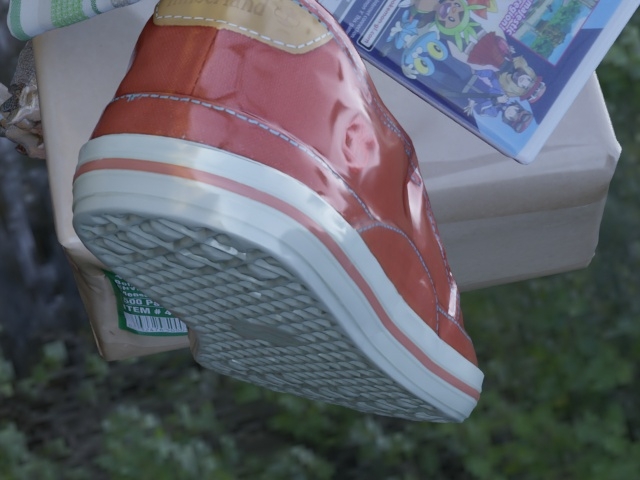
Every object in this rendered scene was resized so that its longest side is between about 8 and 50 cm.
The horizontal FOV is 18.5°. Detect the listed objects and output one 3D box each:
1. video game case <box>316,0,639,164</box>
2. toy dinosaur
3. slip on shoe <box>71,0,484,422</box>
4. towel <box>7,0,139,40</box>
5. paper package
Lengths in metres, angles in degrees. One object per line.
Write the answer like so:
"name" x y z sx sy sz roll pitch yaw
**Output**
"video game case" 0.069 -0.164 0.834 0.183 0.201 0.023 34 3 -10
"toy dinosaur" -0.162 -0.105 1.513 0.200 0.295 0.127 39 82 -44
"slip on shoe" 0.000 0.000 0.736 0.331 0.123 0.101 55 48 -67
"towel" -0.112 -0.172 1.052 0.023 0.152 0.113 15 74 -43
"paper package" -0.007 -0.111 1.207 0.168 0.325 0.309 84 -4 -61
